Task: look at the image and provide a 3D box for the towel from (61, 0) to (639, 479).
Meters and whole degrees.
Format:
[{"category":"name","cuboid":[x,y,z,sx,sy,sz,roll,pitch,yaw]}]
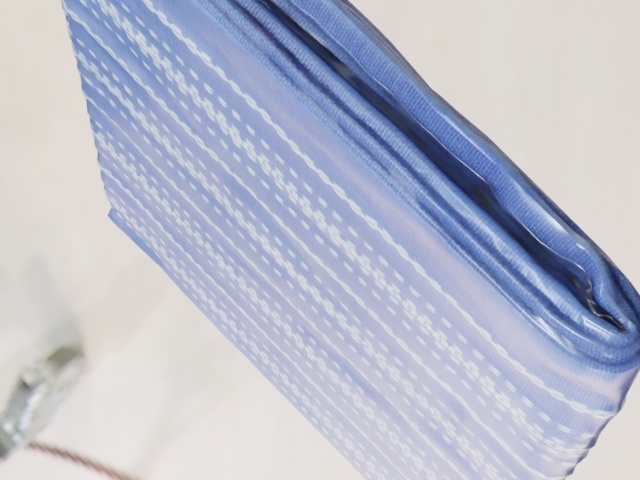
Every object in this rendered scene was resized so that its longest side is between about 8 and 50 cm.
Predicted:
[{"category":"towel","cuboid":[0.000,0.000,0.640,0.243,0.040,0.336,45,165,13]}]
